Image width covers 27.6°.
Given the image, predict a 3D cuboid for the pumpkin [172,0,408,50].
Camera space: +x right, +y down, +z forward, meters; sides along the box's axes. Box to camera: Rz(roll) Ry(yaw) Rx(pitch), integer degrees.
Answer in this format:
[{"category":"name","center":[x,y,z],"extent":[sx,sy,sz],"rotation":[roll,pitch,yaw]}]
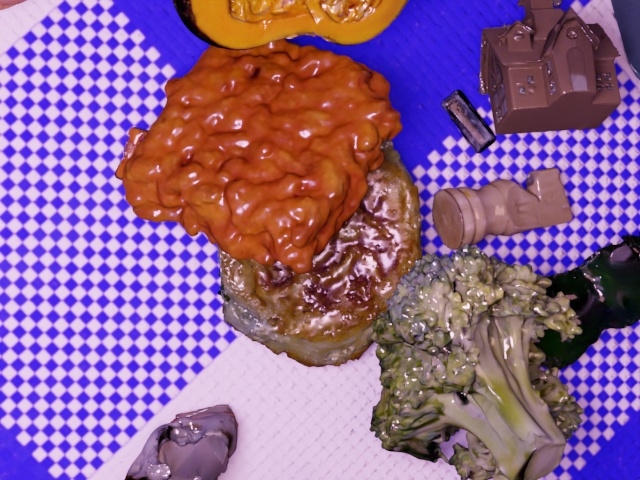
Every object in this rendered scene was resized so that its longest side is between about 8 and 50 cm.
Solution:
[{"category":"pumpkin","center":[-0.058,-0.393,1.700],"extent":[0.324,0.232,0.242],"rotation":[-4,131,-25]}]

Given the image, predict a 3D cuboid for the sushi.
[{"category":"sushi","center":[-0.220,0.358,1.740],"extent":[0.124,0.130,0.332],"rotation":[33,83,-11]}]

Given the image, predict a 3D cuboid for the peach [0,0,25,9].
[{"category":"peach","center":[-0.415,-0.383,1.667],"extent":[0.184,0.184,0.184],"rotation":[0,91,-12]}]

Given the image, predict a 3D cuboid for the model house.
[{"category":"model house","center":[0.322,-0.295,1.846],"extent":[0.180,0.176,0.248],"rotation":[-6,76,-11]}]

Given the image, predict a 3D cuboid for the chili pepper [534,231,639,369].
[{"category":"chili pepper","center":[0.400,0.082,1.874],"extent":[0.264,0.116,0.148],"rotation":[-28,99,-10]}]

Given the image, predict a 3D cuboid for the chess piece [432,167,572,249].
[{"category":"chess piece","center":[0.267,-0.047,1.871],"extent":[0.200,0.090,0.090],"rotation":[-12,93,-23]}]

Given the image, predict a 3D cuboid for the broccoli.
[{"category":"broccoli","center":[0.212,0.180,1.744],"extent":[0.277,0.338,0.318],"rotation":[-18,75,-26]}]

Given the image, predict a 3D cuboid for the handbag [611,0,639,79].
[{"category":"handbag","center":[0.480,-0.341,1.855],"extent":[0.062,0.179,0.229],"rotation":[-21,97,-11]}]

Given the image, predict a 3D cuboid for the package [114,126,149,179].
[{"category":"package","center":[-0.221,-0.103,1.783],"extent":[0.110,0.033,0.077],"rotation":[22,96,-7]}]

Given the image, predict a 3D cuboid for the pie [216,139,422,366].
[{"category":"pie","center":[0.000,0.000,1.797],"extent":[0.288,0.103,0.355],"rotation":[0,92,-6]}]

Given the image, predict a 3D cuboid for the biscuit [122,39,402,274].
[{"category":"biscuit","center":[-0.072,-0.128,1.698],"extent":[0.312,0.110,0.318],"rotation":[24,65,24]}]

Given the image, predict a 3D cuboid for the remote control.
[{"category":"remote control","center":[0.215,-0.172,1.884],"extent":[0.039,0.014,0.096],"rotation":[-39,97,-9]}]
